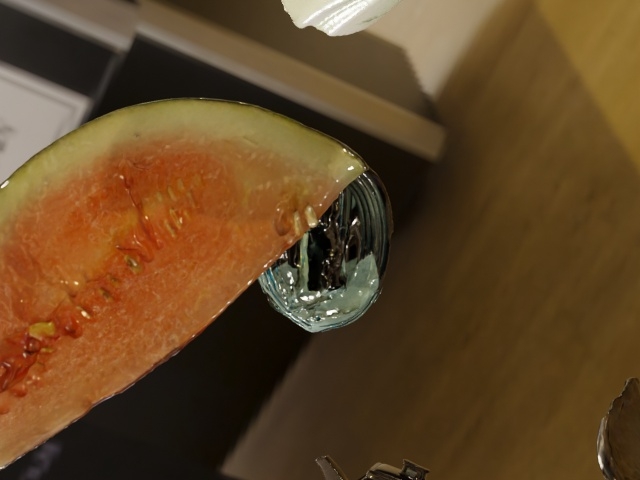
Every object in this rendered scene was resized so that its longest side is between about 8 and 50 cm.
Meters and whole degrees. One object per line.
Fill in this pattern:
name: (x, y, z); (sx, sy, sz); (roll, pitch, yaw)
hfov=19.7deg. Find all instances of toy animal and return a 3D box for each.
toy animal: (0.244, 0.177, 1.224); (0.160, 0.197, 0.272); (-27, 54, 21)

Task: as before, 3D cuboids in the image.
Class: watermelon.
watermelon: (-0.130, 0.003, 1.084); (0.303, 0.128, 0.159); (-38, 13, 0)

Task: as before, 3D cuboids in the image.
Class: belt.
belt: (0.000, 0.000, 1.404); (0.058, 0.105, 0.140); (-156, 66, -75)

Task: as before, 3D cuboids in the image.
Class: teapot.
teapot: (0.071, 0.248, 1.682); (0.087, 0.177, 0.096); (-11, -58, -75)

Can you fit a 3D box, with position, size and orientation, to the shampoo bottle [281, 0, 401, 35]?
shampoo bottle: (0.043, -0.110, 0.570); (0.141, 0.049, 0.034); (-37, 71, 46)
